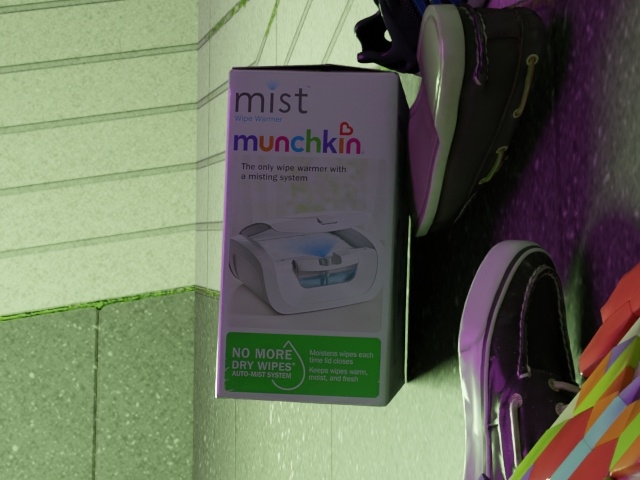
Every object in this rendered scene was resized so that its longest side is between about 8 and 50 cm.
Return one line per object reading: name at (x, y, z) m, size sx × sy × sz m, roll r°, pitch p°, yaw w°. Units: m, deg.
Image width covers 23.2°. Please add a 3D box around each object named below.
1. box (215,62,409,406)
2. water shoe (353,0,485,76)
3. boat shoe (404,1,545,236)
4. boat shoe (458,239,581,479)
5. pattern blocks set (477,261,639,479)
box at (0.000, 0.000, 1.173) m, size 0.262 × 0.126 × 0.231 m, roll 27°, pitch -114°, yaw -84°
water shoe at (0.074, -0.187, 1.117) m, size 0.203 × 0.080 × 0.073 m, roll 107°, pitch 161°, yaw -52°
boat shoe at (0.096, -0.071, 1.017) m, size 0.228 × 0.068 × 0.081 m, roll 96°, pitch 166°, yaw -62°
boat shoe at (0.124, 0.106, 0.870) m, size 0.070 × 0.078 × 0.219 m, roll -7°, pitch 75°, yaw 44°
pattern blocks set at (0.112, 0.090, 0.611) m, size 0.285 × 0.026 × 0.325 m, roll -53°, pitch 3°, yaw -11°
